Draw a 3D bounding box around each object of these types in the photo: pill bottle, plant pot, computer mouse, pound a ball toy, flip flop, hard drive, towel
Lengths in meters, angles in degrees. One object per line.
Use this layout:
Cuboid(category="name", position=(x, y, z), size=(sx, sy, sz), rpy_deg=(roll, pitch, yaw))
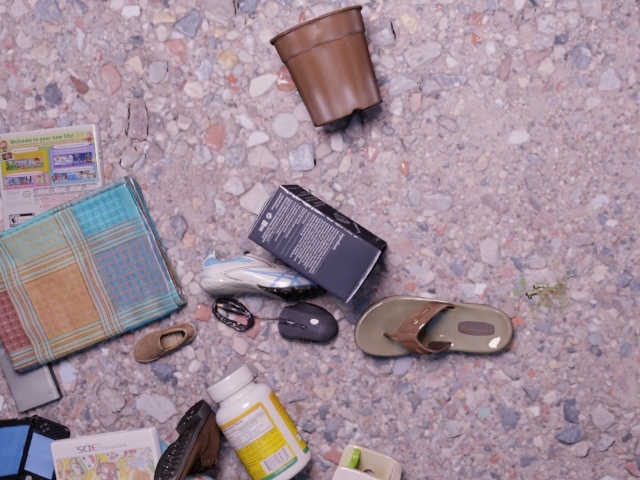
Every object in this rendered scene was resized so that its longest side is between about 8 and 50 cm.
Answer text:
Cuboid(category="pill bottle", position=(-0.116, 0.334, 1.321), size=(0.117, 0.117, 0.208), rpy_deg=(-33, 88, 10))
Cuboid(category="plant pot", position=(0.019, -0.289, 1.240), size=(0.167, 0.167, 0.165), rpy_deg=(-18, 98, 10))
Cuboid(category="computer mouse", position=(-0.087, 0.144, 1.342), size=(0.242, 0.041, 0.071), rpy_deg=(6, 96, 10))
Cuboid(category="pound a ball toy", position=(0.048, 0.549, 1.263), size=(0.135, 0.208, 0.319), rpy_deg=(17, 96, 8))
Cuboid(category="flip flop", position=(0.196, 0.157, 1.274), size=(0.277, 0.080, 0.112), rpy_deg=(2, 94, 9))
Cuboid(category="hard drive", position=(-0.577, 0.261, 1.442), size=(0.094, 0.022, 0.135), rpy_deg=(-21, 90, 11))
Cuboid(category="towel", position=(-0.467, 0.070, 1.379), size=(0.370, 0.040, 0.271), rpy_deg=(-23, 95, 6))

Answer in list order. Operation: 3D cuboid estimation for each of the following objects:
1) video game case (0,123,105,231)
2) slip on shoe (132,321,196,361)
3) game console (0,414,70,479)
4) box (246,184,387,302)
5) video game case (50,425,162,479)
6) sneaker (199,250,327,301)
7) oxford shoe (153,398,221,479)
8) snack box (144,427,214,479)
Cuboid(category="video game case", position=(-0.519, -0.118, 1.405), size=(0.212, 0.023, 0.193), rpy_deg=(-4, 93, 11))
Cuboid(category="slip on shoe", position=(-0.300, 0.194, 1.381), size=(0.135, 0.041, 0.051), rpy_deg=(-20, 91, 10))
Cuboid(category="game console", position=(-0.576, 0.424, 1.422), size=(0.124, 0.085, 0.144), rpy_deg=(18, 97, 8))
Cuboid(category="box", position=(0.000, 0.000, 1.260), size=(0.207, 0.153, 0.108), rpy_deg=(34, 99, 6))
Cuboid(category="video game case", position=(-0.369, 0.458, 1.304), size=(0.206, 0.026, 0.227), rpy_deg=(-11, 90, 13))
Cuboid(category="sneaker", position=(-0.100, 0.061, 1.321), size=(0.237, 0.085, 0.086), rpy_deg=(5, 69, 3))
Cuboid(category="oxford shoe", position=(-0.221, 0.381, 1.291), size=(0.083, 0.227, 0.096), rpy_deg=(-34, 102, 24))
Cuboid(category="snack box", position=(-0.343, 0.533, 1.347), size=(0.187, 0.060, 0.322), rpy_deg=(34, 99, 7))
